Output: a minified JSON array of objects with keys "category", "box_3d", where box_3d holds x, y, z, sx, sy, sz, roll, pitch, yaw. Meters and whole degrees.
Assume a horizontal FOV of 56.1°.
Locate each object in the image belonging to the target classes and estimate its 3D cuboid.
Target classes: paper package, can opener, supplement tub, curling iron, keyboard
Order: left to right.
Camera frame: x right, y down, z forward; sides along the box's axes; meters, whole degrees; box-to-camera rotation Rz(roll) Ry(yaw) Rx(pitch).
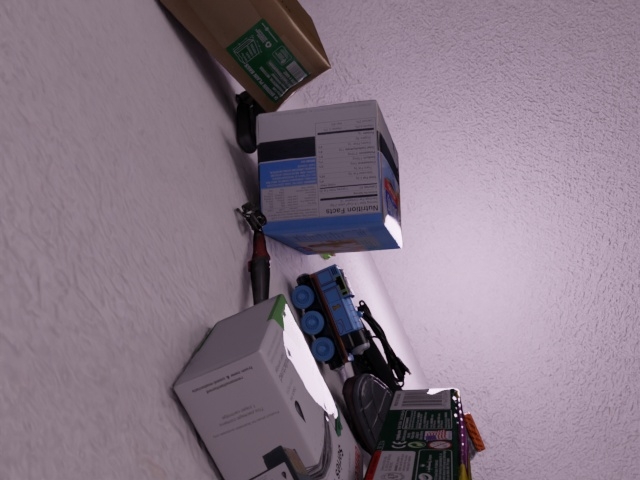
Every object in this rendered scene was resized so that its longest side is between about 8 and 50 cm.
[{"category":"paper package","box_3d":[-0.157,-0.468,1.217,0.325,0.168,0.309,43,21,-36]},{"category":"curling iron","box_3d":[-0.097,0.024,0.887,0.068,0.035,0.274,56,12,-31]},{"category":"can opener","box_3d":[-0.134,-0.262,1.310,0.283,0.076,0.095,-101,164,-51]},{"category":"keyboard","box_3d":[0.080,0.196,1.161,0.317,0.033,0.201,58,-25,6]},{"category":"supplement tub","box_3d":[0.284,0.485,1.429,0.117,0.191,0.116,-23,90,-81]}]

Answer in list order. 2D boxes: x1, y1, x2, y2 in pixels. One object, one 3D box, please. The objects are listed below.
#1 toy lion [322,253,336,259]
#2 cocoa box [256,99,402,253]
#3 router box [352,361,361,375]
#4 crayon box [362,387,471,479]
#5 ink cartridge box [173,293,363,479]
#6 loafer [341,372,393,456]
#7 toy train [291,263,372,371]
[{"category":"toy lion","box_3d":[0.000,0.000,1.570,0.100,0.034,0.096,68,16,9]},{"category":"cocoa box","box_3d":[0.033,-0.103,1.207,0.347,0.232,0.227,32,54,-75]},{"category":"router box","box_3d":[0.123,0.333,1.344,0.133,0.046,0.178,57,12,-44]},{"category":"crayon box","box_3d":[0.133,0.374,0.712,0.363,0.106,0.312,1,84,-78]},{"category":"ink cartridge box","box_3d":[-0.039,0.188,0.604,0.219,0.093,0.160,64,9,-11]},{"category":"loafer","box_3d":[0.106,0.361,1.110,0.302,0.095,0.109,56,43,-28]},{"category":"toy train","box_3d":[0.021,0.134,1.065,0.080,0.105,0.184,35,32,-73]}]
